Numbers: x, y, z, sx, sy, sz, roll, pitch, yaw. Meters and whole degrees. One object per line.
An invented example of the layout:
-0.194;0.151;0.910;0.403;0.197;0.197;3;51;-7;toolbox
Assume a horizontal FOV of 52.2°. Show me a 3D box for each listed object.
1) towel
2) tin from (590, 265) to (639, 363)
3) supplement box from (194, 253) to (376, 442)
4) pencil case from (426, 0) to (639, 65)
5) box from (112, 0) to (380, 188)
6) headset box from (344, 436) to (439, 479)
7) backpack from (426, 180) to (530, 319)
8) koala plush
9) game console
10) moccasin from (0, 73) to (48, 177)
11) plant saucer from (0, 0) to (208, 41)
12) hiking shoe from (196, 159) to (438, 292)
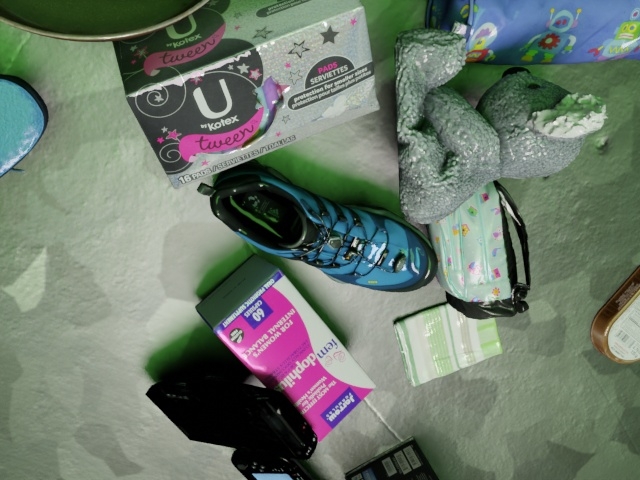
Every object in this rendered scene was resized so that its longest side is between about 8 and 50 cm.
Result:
0.192;0.147;0.970;0.152;0.023;0.113;-18;111;-5;towel
0.506;0.109;1.015;0.106;0.040;0.189;35;98;-23;tin
-0.045;0.141;0.865;0.111;0.114;0.220;-43;112;-11;supplement box
0.284;-0.280;0.798;0.306;0.133;0.119;-5;68;-11;pencil case
-0.083;-0.193;0.710;0.247;0.163;0.142;-22;141;-3;box
0.176;0.487;0.958;0.131;0.246;0.283;-29;112;-2;headset box
0.201;0.003;0.867;0.115;0.152;0.182;-12;103;-4;backpack
0.199;-0.121;0.748;0.221;0.196;0.203;-2;81;7;koala plush
-0.070;0.302;0.898;0.213;0.044;0.361;-5;131;37;game console
-0.459;-0.091;0.719;0.342;0.117;0.137;-24;110;1;moccasin
-0.230;-0.320;0.655;0.311;0.050;0.310;4;69;-9;plant saucer
0.000;0.000;0.799;0.304;0.132;0.113;20;106;-1;hiking shoe
